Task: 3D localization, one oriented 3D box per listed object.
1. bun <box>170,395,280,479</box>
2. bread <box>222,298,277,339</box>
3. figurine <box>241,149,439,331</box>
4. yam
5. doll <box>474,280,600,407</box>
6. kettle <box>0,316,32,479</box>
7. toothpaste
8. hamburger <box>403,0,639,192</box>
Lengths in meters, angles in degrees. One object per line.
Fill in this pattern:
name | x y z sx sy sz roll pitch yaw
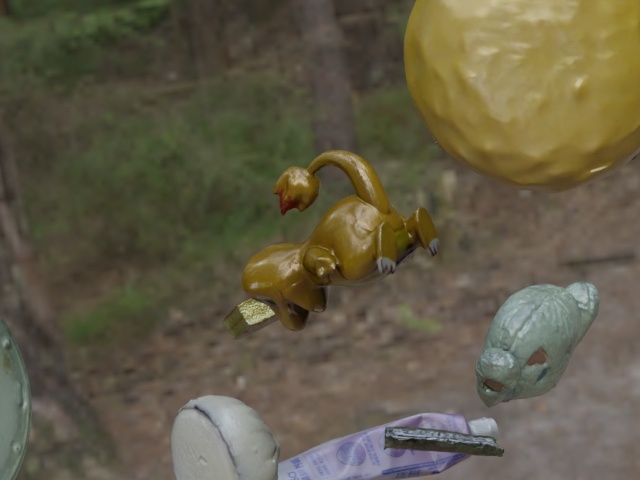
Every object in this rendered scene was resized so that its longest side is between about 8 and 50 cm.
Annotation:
bun | -0.082 0.217 1.865 0.094 0.138 0.138 -12 14 -32
bread | -0.061 0.078 2.187 0.090 0.035 0.094 -26 -5 -19
figurine | -0.003 -0.003 1.553 0.176 0.122 0.121 -31 -4 36
yam | 0.133 0.218 2.026 0.129 0.027 0.033 6 -20 1
doll | 0.191 0.092 1.690 0.071 0.103 0.214 28 28 20
kettle | -0.516 0.241 1.970 0.377 0.361 0.250 -12 -5 35
toothpaste | 0.060 0.245 2.105 0.301 0.048 0.075 -11 45 -18
hamburger | 0.124 -0.107 1.062 0.162 0.162 0.115 -8 9 4
